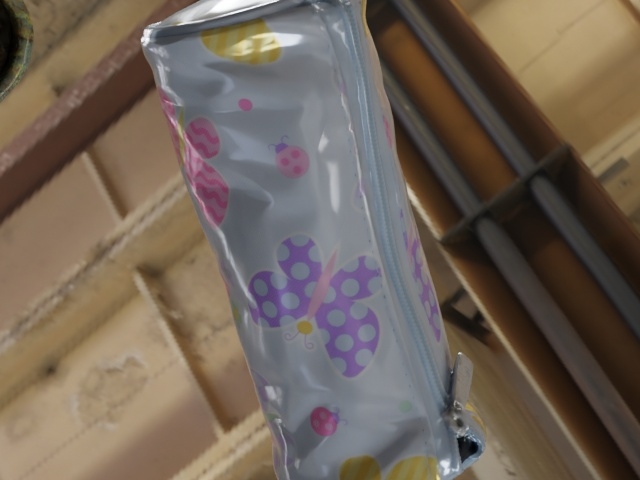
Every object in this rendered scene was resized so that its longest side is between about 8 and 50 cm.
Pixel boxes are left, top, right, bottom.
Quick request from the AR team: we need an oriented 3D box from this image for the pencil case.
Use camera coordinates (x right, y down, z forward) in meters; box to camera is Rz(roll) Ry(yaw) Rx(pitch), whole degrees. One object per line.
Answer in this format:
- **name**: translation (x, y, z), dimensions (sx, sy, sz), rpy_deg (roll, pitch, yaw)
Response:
- **pencil case**: translation (0.000, 0.000, 0.664), dimensions (0.113, 0.273, 0.124), rpy_deg (-24, -164, -25)

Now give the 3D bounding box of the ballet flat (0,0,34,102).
- **ballet flat**: translation (-0.250, -0.070, 0.525), dimensions (0.123, 0.348, 0.123), rpy_deg (9, -72, 29)
